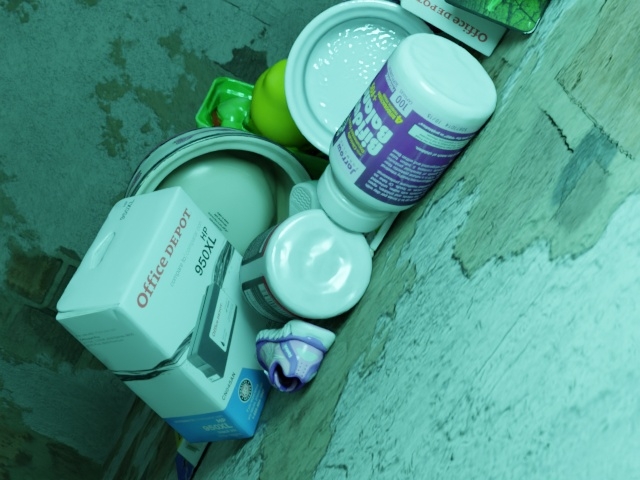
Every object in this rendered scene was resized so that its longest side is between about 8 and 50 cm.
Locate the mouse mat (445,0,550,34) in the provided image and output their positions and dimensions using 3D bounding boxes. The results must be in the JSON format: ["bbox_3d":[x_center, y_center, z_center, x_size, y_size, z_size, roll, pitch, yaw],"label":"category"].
[{"bbox_3d":[0.284,-0.408,1.473,0.189,0.153,0.007,-62,-20,-2],"label":"mouse mat"}]

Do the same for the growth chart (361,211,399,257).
[{"bbox_3d":[0.098,-0.043,1.735,0.172,0.021,0.237,-61,11,-2],"label":"growth chart"}]

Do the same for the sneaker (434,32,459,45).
[{"bbox_3d":[0.147,-0.300,1.931,0.292,0.108,0.169,-50,15,8],"label":"sneaker"}]

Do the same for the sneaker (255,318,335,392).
[{"bbox_3d":[-0.058,0.203,1.667,0.236,0.095,0.104,145,144,-65],"label":"sneaker"}]

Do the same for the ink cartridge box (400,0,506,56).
[{"bbox_3d":[0.253,-0.450,1.620,0.232,0.171,0.168,-58,10,21],"label":"ink cartridge box"}]

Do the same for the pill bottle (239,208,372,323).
[{"bbox_3d":[-0.041,0.053,1.716,0.176,0.176,0.318,-64,11,-13],"label":"pill bottle"}]

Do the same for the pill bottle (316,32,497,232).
[{"bbox_3d":[0.116,-0.150,1.516,0.301,0.169,0.169,-53,14,40],"label":"pill bottle"}]

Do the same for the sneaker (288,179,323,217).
[{"bbox_3d":[0.000,0.000,1.980,0.151,0.094,0.255,-16,-56,-48],"label":"sneaker"}]

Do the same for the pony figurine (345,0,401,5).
[{"bbox_3d":[0.121,-0.554,2.217,0.303,0.351,0.363,-48,-2,40],"label":"pony figurine"}]

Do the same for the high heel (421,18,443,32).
[{"bbox_3d":[0.294,-0.526,1.712,0.377,0.127,0.181,-58,0,2],"label":"high heel"}]

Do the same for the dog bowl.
[{"bbox_3d":[-0.213,-0.047,2.021,0.408,0.408,0.150,-59,32,13],"label":"dog bowl"}]

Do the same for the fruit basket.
[{"bbox_3d":[-0.073,-0.265,2.155,0.392,0.392,0.283,-55,12,32],"label":"fruit basket"}]

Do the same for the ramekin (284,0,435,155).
[{"bbox_3d":[0.080,-0.277,1.754,0.277,0.277,0.135,-60,3,10],"label":"ramekin"}]

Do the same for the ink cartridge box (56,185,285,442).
[{"bbox_3d":[-0.248,0.140,1.826,0.166,0.395,0.285,-12,42,34],"label":"ink cartridge box"}]

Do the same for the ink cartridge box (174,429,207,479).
[{"bbox_3d":[-0.275,0.388,2.273,0.307,0.072,0.303,-60,11,-3],"label":"ink cartridge box"}]
